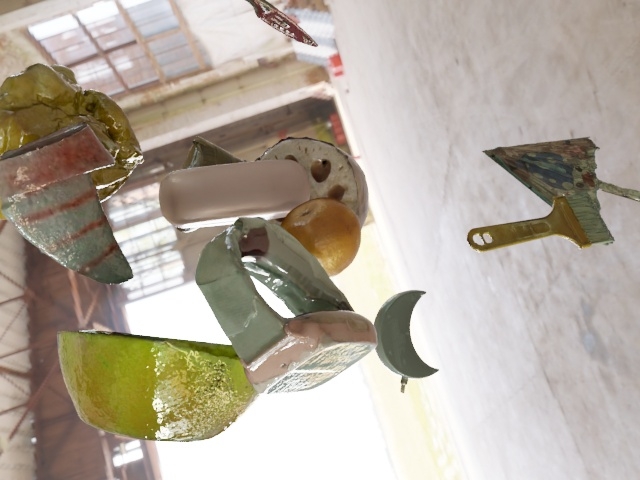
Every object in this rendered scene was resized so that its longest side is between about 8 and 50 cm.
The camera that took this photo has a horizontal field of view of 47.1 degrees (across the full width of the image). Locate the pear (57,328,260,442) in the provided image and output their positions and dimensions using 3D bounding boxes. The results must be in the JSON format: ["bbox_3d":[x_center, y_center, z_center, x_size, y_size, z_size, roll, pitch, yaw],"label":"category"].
[{"bbox_3d":[-0.270,0.253,1.278,0.399,0.398,0.165,70,-154,-80],"label":"pear"}]

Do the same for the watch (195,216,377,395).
[{"bbox_3d":[-0.062,0.086,1.070,0.253,0.161,0.241,15,-139,-58],"label":"watch"}]

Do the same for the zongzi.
[{"bbox_3d":[-0.205,-0.089,1.615,0.112,0.242,0.221,-46,24,52],"label":"zongzi"}]

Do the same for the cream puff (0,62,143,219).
[{"bbox_3d":[-0.483,-0.155,1.358,0.257,0.291,0.324,29,-170,-7],"label":"cream puff"}]

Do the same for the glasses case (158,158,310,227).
[{"bbox_3d":[-0.167,-0.093,1.444,0.075,0.296,0.113,107,157,-76],"label":"glasses case"}]

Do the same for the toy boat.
[{"bbox_3d":[-0.404,-0.035,1.216,0.096,0.206,0.282,8,125,43],"label":"toy boat"}]

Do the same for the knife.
[{"bbox_3d":[-0.093,-0.368,1.170,0.247,0.035,0.018,28,-135,-40],"label":"knife"}]

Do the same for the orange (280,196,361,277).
[{"bbox_3d":[0.000,0.000,1.331,0.136,0.158,0.159,60,-174,-29],"label":"orange"}]

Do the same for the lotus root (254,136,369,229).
[{"bbox_3d":[-0.004,-0.089,1.559,0.192,0.272,0.272,1,-111,-64],"label":"lotus root"}]

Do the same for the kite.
[{"bbox_3d":[0.484,-0.121,1.384,0.406,0.368,0.014,-66,-9,-52],"label":"kite"}]

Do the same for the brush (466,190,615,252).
[{"bbox_3d":[0.276,-0.016,0.930,0.010,0.218,0.083,117,138,-53],"label":"brush"}]

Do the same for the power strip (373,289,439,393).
[{"bbox_3d":[0.213,0.255,1.852,0.054,0.167,0.254,168,95,-69],"label":"power strip"}]
